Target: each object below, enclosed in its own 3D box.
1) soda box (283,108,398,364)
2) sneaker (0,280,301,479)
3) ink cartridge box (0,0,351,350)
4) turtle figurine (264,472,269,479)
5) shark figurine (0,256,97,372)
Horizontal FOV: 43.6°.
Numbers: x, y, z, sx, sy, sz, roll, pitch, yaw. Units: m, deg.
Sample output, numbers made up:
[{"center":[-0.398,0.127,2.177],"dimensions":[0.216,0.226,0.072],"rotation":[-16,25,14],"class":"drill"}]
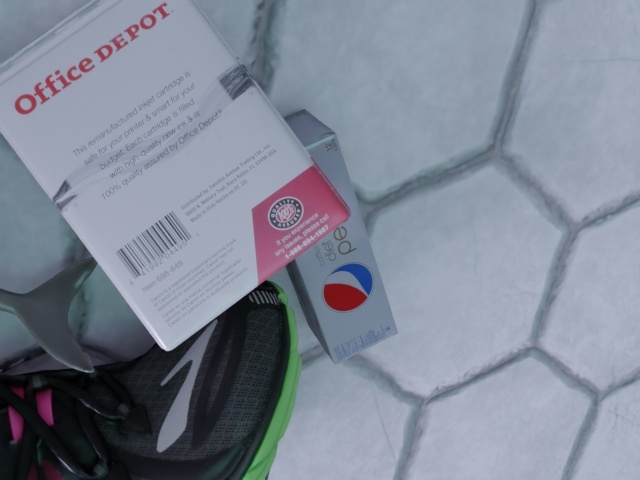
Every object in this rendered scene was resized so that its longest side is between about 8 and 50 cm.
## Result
[{"center":[0.000,0.000,0.705],"dimensions":[0.069,0.074,0.216],"rotation":[-25,122,-10],"class":"soda box"},{"center":[-0.222,0.184,0.634],"dimensions":[0.483,0.185,0.202],"rotation":[-36,126,-5],"class":"sneaker"},{"center":[-0.107,-0.057,0.566],"dimensions":[0.159,0.092,0.218],"rotation":[-36,92,-4],"class":"ink cartridge box"},{"center":[-0.154,0.285,0.742],"dimensions":[0.118,0.175,0.234],"rotation":[48,50,-15],"class":"turtle figurine"},{"center":[-0.283,0.001,0.550],"dimensions":[0.166,0.116,0.278],"rotation":[-21,125,5],"class":"shark figurine"}]
